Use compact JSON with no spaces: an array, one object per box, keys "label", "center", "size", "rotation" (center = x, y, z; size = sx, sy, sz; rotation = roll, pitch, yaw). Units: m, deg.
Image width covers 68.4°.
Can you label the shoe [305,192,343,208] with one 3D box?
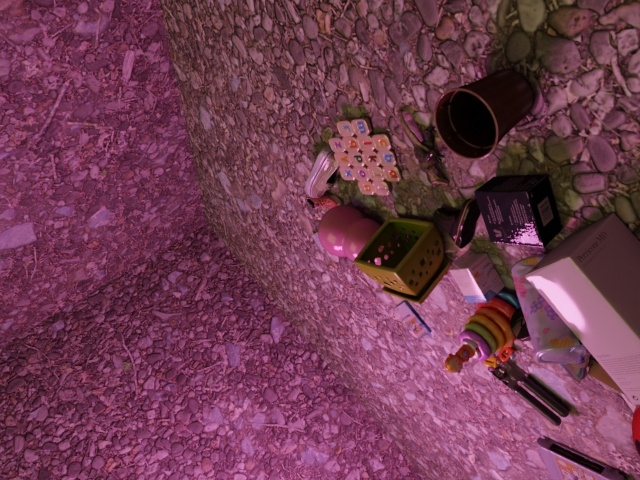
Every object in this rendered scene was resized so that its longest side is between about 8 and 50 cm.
[{"label":"shoe","center":[0.015,-0.160,1.999],"size":[0.178,0.081,0.064],"rotation":[31,147,43]}]

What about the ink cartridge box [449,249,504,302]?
[{"label":"ink cartridge box","center":[0.479,0.108,1.455],"size":[0.143,0.092,0.090],"rotation":[58,156,-8]}]

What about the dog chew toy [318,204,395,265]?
[{"label":"dog chew toy","center":[0.150,-0.007,1.816],"size":[0.331,0.206,0.207],"rotation":[27,144,34]}]

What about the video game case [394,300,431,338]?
[{"label":"video game case","center":[0.394,0.340,2.017],"size":[0.166,0.015,0.119],"rotation":[51,156,10]}]

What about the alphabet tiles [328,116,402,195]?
[{"label":"alphabet tiles","center":[0.152,-0.285,1.622],"size":[0.278,0.021,0.284],"rotation":[9,129,48]}]

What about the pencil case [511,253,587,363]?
[{"label":"pencil case","center":[0.565,0.169,1.177],"size":[0.124,0.113,0.273],"rotation":[101,171,-52]}]

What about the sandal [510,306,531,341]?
[{"label":"sandal","center":[0.641,0.193,1.264],"size":[0.303,0.086,0.120],"rotation":[133,146,-57]}]

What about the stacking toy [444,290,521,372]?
[{"label":"stacking toy","center":[0.484,0.297,1.430],"size":[0.175,0.301,0.165],"rotation":[61,156,-11]}]

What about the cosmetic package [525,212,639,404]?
[{"label":"cosmetic package","center":[0.664,0.151,1.033],"size":[0.366,0.197,0.155],"rotation":[51,156,6]}]

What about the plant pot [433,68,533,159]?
[{"label":"plant pot","center":[0.370,-0.290,1.049],"size":[0.167,0.165,0.167],"rotation":[41,152,27]}]

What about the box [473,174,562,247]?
[{"label":"box","center":[0.494,-0.076,1.183],"size":[0.158,0.093,0.156],"rotation":[10,130,57]}]

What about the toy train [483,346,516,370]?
[{"label":"toy train","center":[0.598,0.375,1.634],"size":[0.166,0.046,0.125],"rotation":[41,118,47]}]

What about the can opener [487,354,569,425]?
[{"label":"can opener","center":[0.702,0.504,1.608],"size":[0.283,0.076,0.095],"rotation":[41,-175,30]}]

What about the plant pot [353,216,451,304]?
[{"label":"plant pot","center":[0.292,0.076,1.604],"size":[0.207,0.227,0.228],"rotation":[51,160,-27]}]

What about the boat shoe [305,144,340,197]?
[{"label":"boat shoe","center":[0.016,-0.248,1.857],"size":[0.094,0.109,0.302],"rotation":[47,153,14]}]

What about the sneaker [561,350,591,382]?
[{"label":"sneaker","center":[0.698,0.318,1.286],"size":[0.228,0.092,0.087],"rotation":[37,-167,-46]}]

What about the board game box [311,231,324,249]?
[{"label":"board game box","center":[0.000,0.000,2.314],"size":[0.090,0.020,0.090],"rotation":[57,156,-3]}]

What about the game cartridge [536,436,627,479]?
[{"label":"game cartridge","center":[0.906,0.815,1.621],"size":[0.297,0.062,0.198],"rotation":[6,122,60]}]

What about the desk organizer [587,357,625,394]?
[{"label":"desk organizer","center":[0.785,0.361,1.244],"size":[0.130,0.047,0.050],"rotation":[31,127,44]}]

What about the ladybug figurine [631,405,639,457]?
[{"label":"ladybug figurine","center":[0.896,0.476,1.057],"size":[0.305,0.162,0.449],"rotation":[51,156,10]}]

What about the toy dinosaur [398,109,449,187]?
[{"label":"toy dinosaur","center":[0.302,-0.265,1.349],"size":[0.268,0.064,0.118],"rotation":[62,163,-6]}]

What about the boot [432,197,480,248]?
[{"label":"boot","center":[0.394,-0.077,1.407],"size":[0.137,0.076,0.198],"rotation":[47,154,32]}]
